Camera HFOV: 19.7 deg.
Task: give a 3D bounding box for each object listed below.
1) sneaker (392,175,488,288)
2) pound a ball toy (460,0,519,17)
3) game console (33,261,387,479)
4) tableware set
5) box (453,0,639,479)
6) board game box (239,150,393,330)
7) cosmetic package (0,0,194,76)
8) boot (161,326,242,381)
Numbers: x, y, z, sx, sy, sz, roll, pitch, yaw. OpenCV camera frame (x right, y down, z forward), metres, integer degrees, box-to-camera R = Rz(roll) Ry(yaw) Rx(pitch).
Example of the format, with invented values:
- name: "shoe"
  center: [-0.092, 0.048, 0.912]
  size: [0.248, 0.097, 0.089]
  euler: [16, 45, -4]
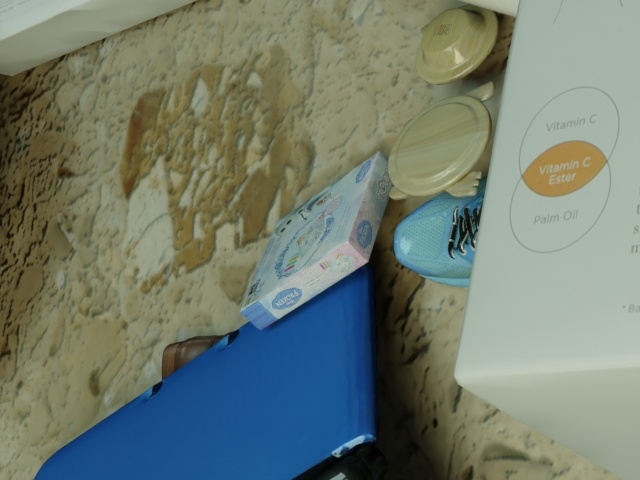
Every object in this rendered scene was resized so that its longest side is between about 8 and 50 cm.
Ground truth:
- name: "sneaker"
  center: [0.098, -0.014, 0.976]
  size: [0.162, 0.073, 0.063]
  euler: [-13, 74, 41]
- name: "pound a ball toy"
  center: [0.002, -0.237, 0.993]
  size: [0.319, 0.208, 0.136]
  euler: [24, 66, 42]
- name: "game console"
  center: [-0.036, 0.198, 1.051]
  size: [0.293, 0.173, 0.250]
  euler: [-34, 92, 28]
- name: "tableware set"
  center: [0.101, -0.094, 0.990]
  size: [0.141, 0.020, 0.169]
  euler: [-20, 45, 31]
- name: "box"
  center: [0.212, -0.080, 0.762]
  size: [0.215, 0.168, 0.345]
  euler: [-8, 62, 42]
- name: "board game box"
  center: [0.000, 0.000, 1.068]
  size: [0.090, 0.020, 0.090]
  euler: [-35, 21, 35]
- name: "cosmetic package"
  center: [-0.156, -0.192, 1.255]
  size: [0.239, 0.060, 0.099]
  euler: [-15, 70, 40]
- name: "boot"
  center: [-0.048, 0.099, 1.122]
  size: [0.114, 0.037, 0.106]
  euler: [-16, 74, 35]
